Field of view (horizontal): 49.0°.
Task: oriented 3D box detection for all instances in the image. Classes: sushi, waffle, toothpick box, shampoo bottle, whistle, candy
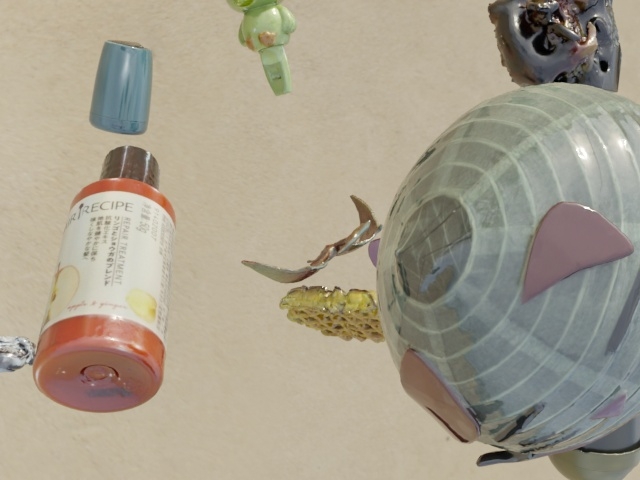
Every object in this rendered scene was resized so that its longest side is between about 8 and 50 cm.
[{"bbox_3d":[0.445,-0.402,1.374,0.212,0.215,0.227,-7,99,-48],"label":"sushi"},{"bbox_3d":[0.068,0.156,1.499,0.309,0.283,0.065,14,67,-6],"label":"waffle"},{"bbox_3d":[-0.408,-0.318,1.450,0.120,0.120,0.184,1,109,-34],"label":"toothpick box"},{"bbox_3d":[-0.191,0.016,0.660,0.104,0.278,0.104,-4,135,-4],"label":"shampoo bottle"},{"bbox_3d":[-0.123,-0.448,1.432,0.141,0.141,0.294,-8,89,-33],"label":"whistle"},{"bbox_3d":[-0.501,0.115,0.979,0.226,0.094,0.051,37,108,-19],"label":"candy"}]

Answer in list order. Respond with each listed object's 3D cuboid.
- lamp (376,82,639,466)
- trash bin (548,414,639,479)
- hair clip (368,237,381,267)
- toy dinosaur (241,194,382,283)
[{"bbox_3d":[0.146,0.022,0.499,0.233,0.233,0.265,8,117,-35],"label":"lamp"},{"bbox_3d":[0.574,0.355,1.481,0.214,0.214,0.334,-8,101,-33],"label":"trash bin"},{"bbox_3d":[0.131,0.000,0.948,0.137,0.022,0.054,-22,119,-1],"label":"hair clip"},{"bbox_3d":[-0.009,0.005,1.446,0.327,0.206,0.113,-31,88,-16],"label":"toy dinosaur"}]
